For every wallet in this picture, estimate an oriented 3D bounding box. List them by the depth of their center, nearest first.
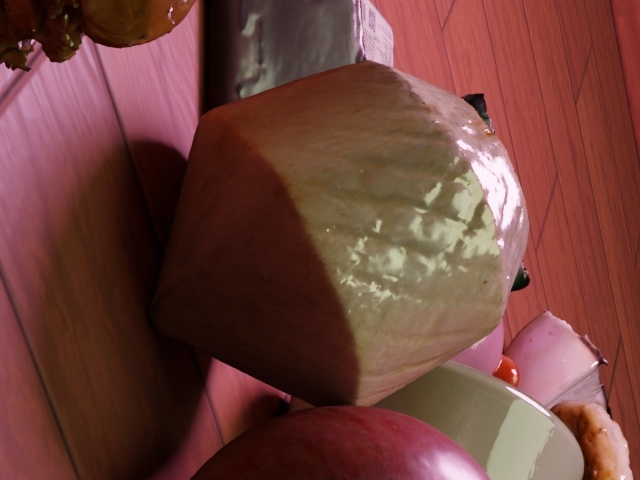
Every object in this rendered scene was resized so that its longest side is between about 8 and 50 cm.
[{"bbox_3d":[-0.036,-0.247,1.816,0.165,0.042,0.309,7,74,-33],"label":"wallet"}]

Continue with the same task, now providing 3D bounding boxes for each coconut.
[{"bbox_3d":[0.000,0.000,1.629,0.329,0.329,0.329,-5,90,-71],"label":"coconut"}]

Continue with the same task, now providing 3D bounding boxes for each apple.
[{"bbox_3d":[0.001,0.298,1.533,0.269,0.345,0.345,26,-48,60],"label":"apple"}]

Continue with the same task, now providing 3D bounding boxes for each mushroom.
[{"bbox_3d":[0.291,0.212,2.664,0.162,0.173,0.236,55,-9,35],"label":"mushroom"}]

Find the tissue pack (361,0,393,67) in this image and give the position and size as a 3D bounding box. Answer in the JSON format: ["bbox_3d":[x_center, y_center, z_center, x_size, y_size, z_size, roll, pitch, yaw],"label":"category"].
[{"bbox_3d":[0.007,-0.192,1.942,0.148,0.099,0.106,39,51,-65],"label":"tissue pack"}]

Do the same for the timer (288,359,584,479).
[{"bbox_3d":[0.067,0.298,1.778,0.315,0.291,0.291,-69,151,-28],"label":"timer"}]

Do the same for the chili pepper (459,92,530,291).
[{"bbox_3d":[0.177,-0.049,2.418,0.148,0.116,0.264,-31,114,-57],"label":"chili pepper"}]

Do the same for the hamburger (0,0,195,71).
[{"bbox_3d":[-0.174,-0.236,1.274,0.260,0.211,0.245,17,75,-75],"label":"hamburger"}]

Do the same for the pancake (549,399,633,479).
[{"bbox_3d":[0.305,0.386,2.460,0.387,0.082,0.387,-168,-90,-78],"label":"pancake"}]

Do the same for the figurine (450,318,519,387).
[{"bbox_3d":[0.115,0.098,2.087,0.173,0.173,0.173,-5,90,-71],"label":"figurine"}]
